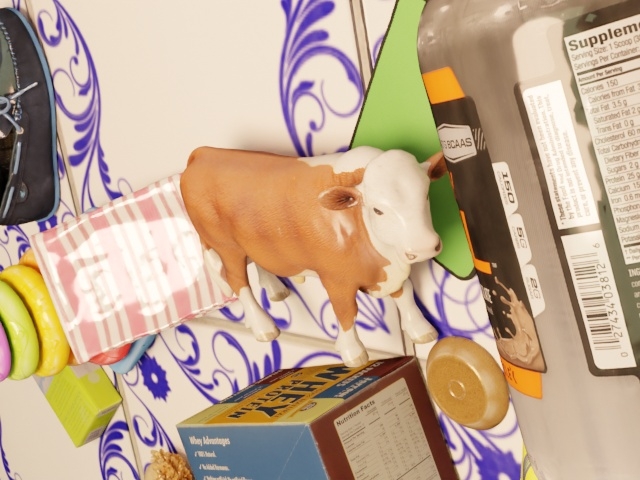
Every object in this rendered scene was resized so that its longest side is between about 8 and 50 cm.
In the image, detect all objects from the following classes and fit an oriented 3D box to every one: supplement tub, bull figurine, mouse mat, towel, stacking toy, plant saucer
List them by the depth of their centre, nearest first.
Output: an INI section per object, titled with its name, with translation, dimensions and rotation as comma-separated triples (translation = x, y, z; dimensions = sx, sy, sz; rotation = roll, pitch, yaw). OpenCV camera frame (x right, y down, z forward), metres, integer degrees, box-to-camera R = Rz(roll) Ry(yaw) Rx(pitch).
[supplement tub]
translation = 0.174, -0.039, 0.518
dimensions = 0.207, 0.207, 0.338
rotation = -8, 101, 48
[mouse mat]
translation = 0.088, -0.078, 0.743
dimensions = 0.152, 0.007, 0.190
rotation = 41, 132, 27
[bull figurine]
translation = 0.000, 0.000, 0.793
dimensions = 0.310, 0.101, 0.189
rotation = 16, 127, 47
[plant saucer]
translation = 0.116, 0.120, 0.797
dimensions = 0.083, 0.015, 0.083
rotation = 22, 123, 39
[towel]
translation = -0.187, 0.026, 0.979
dimensions = 0.197, 0.029, 0.144
rotation = -22, 90, 8
[stacking toy]
translation = -0.336, 0.096, 1.044
dimensions = 0.166, 0.301, 0.175
rotation = 53, 138, 15

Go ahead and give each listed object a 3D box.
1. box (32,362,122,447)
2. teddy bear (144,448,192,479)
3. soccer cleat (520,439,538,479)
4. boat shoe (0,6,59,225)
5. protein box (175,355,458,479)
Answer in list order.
[box]
translation = -0.337, 0.171, 1.276
dimensions = 0.178, 0.042, 0.109
rotation = 52, 136, 16
[teddy bear]
translation = -0.103, 0.378, 1.095
dimensions = 0.338, 0.113, 0.245
rotation = 20, 114, 49
[soccer cleat]
translation = 0.177, 0.235, 0.729
dimensions = 0.121, 0.093, 0.289
rotation = 6, 111, 52
[boat shoe]
translation = -0.361, -0.135, 1.128
dimensions = 0.109, 0.089, 0.258
rotation = 12, 116, 43
[protein box]
translation = 0.006, 0.227, 0.869
dimensions = 0.199, 0.136, 0.201
rotation = -14, 97, 49
